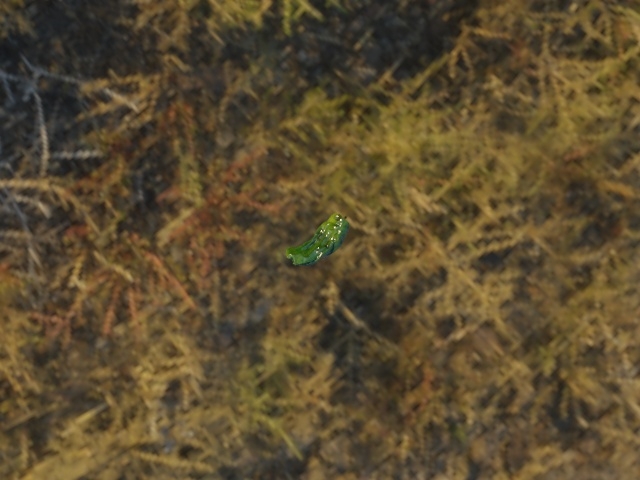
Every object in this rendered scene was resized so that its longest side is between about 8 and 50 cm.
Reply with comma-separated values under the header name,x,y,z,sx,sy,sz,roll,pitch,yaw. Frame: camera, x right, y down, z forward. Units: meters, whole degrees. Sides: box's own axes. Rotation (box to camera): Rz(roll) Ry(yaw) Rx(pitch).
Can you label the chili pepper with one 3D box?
name,x,y,z,sx,sy,sz,roll,pitch,yaw
chili pepper,0.000,0.001,1.568,0.091,0.030,0.034,-38,127,-14
